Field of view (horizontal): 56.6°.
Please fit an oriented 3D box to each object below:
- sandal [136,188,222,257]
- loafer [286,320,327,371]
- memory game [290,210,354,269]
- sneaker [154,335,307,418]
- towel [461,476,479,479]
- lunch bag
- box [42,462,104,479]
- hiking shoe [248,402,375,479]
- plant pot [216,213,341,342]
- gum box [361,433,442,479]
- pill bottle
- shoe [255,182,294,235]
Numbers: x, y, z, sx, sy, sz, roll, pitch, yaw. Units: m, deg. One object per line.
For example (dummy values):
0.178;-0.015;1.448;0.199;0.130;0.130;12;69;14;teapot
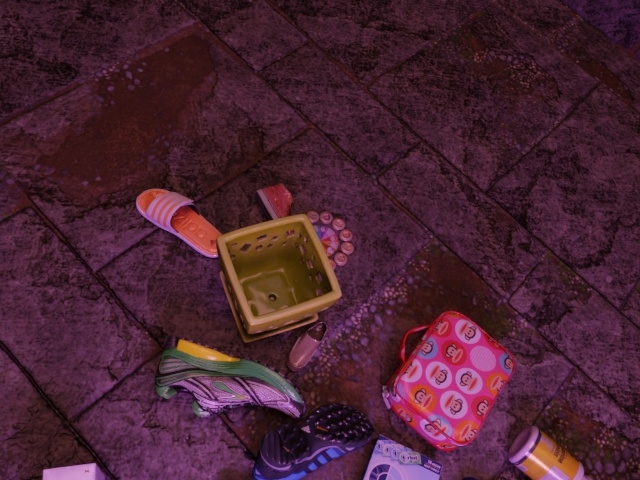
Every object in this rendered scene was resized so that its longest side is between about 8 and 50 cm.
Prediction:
-0.342;-0.061;1.498;0.265;0.076;0.102;33;59;6;sandal
-0.031;0.245;1.420;0.056;0.050;0.148;32;60;5;loafer
0.000;0.000;1.583;0.186;0.012;0.186;6;60;-10;memory game
-0.196;0.330;1.305;0.343;0.134;0.146;15;66;5;sneaker
0.421;0.672;1.269;0.308;0.076;0.228;29;37;3;towel
0.294;0.318;1.418;0.258;0.120;0.293;40;61;10;lunch bag
-0.458;0.499;1.110;0.091;0.170;0.130;-2;62;-14;box
-0.019;0.440;1.289;0.304;0.132;0.113;0;44;-38;hiking shoe
-0.110;0.102;1.389;0.227;0.207;0.228;-15;66;-21;plant pot
0.166;0.543;1.292;0.157;0.041;0.184;24;52;7;gum box
0.536;0.524;1.372;0.184;0.103;0.103;38;60;8;pill bottle
-0.100;-0.074;1.569;0.081;0.063;0.178;-22;64;-17;shoe
